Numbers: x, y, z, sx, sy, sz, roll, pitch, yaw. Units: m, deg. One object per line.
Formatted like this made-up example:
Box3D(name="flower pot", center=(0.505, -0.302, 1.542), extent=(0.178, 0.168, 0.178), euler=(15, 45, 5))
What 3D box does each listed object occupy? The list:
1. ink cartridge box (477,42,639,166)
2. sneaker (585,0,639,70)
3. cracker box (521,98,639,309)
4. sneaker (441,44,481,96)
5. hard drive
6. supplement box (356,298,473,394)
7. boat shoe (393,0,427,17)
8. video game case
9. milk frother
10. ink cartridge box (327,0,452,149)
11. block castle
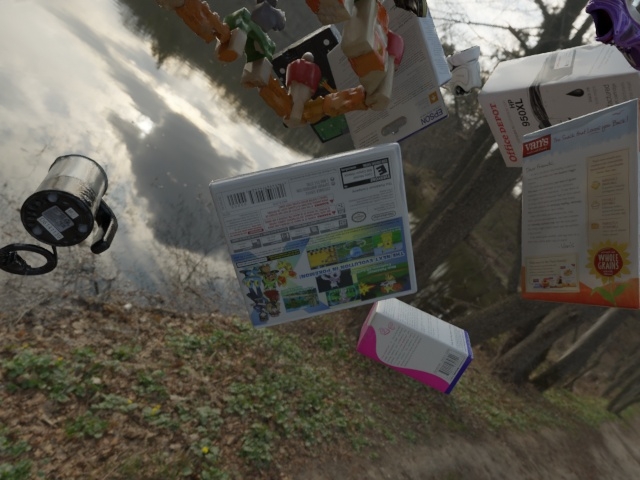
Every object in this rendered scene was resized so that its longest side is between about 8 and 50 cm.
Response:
Box3D(name="ink cartridge box", center=(0.676, -0.351, 1.189), extent=(0.395, 0.166, 0.285), euler=(11, -32, 50))
Box3D(name="sneaker", center=(0.500, -0.346, 0.739), extent=(0.170, 0.071, 0.068), euler=(40, -1, -16))
Box3D(name="cracker box", center=(0.337, -0.036, 0.549), extent=(0.067, 0.232, 0.156), euler=(3, -4, -23))
Box3D(name="sneaker", center=(0.398, -0.480, 1.304), extent=(0.292, 0.110, 0.118), euler=(-84, 153, -79))
Box3D(name="hard drive", center=(0.022, -0.507, 1.453), extent=(0.339, 0.237, 0.064), euler=(52, 36, -32))
Box3D(name="supplement box", center=(0.205, 0.223, 0.973), extent=(0.220, 0.111, 0.114), euler=(25, 21, 3))
Box3D(name="boat shoe", center=(0.168, -0.482, 0.869), extent=(0.056, 0.049, 0.152), euler=(77, -3, -50))
Box3D(name="video game case", center=(0.000, 0.000, 0.802), extent=(0.036, 0.330, 0.299), euler=(-106, -176, -66))
Box3D(name="milk frother", center=(-0.379, -0.034, 0.624), extent=(0.134, 0.143, 0.129), euler=(-117, -166, -57))
Box3D(name="ink cartridge box", center=(0.173, -0.408, 1.124), extent=(0.072, 0.324, 0.329), euler=(-18, 90, -35))
Box3D(name="block castle", center=(-0.049, -0.435, 0.835), extent=(0.453, 0.303, 0.212), euler=(35, 58, -51))
